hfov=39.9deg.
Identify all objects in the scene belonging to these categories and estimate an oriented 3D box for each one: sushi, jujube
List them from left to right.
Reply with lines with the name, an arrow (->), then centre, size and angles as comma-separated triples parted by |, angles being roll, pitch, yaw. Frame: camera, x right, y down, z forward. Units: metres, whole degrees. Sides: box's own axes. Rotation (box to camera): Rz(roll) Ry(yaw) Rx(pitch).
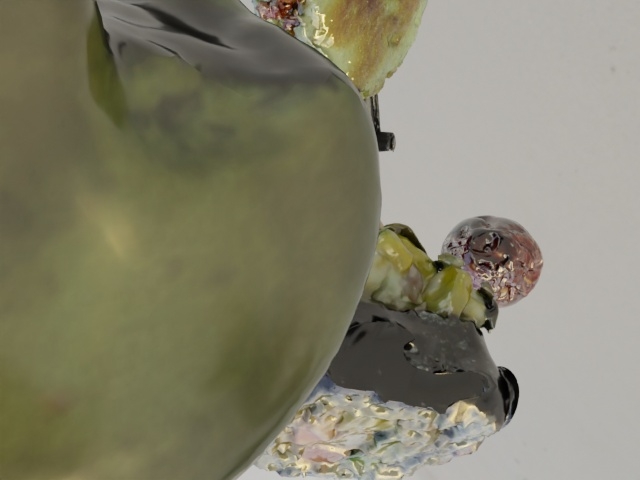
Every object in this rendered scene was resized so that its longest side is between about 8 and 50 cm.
sushi -> 0.050, 0.149, 1.175 | 0.329, 0.328, 0.285 | 118, 154, -50
jujube -> 0.275, 0.030, 1.424 | 0.168, 0.168, 0.236 | 48, -177, 14

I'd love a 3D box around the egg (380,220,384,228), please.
egg -> 0.000, 0.000, 1.483 | 0.244, 0.201, 0.201 | 18, 170, 7

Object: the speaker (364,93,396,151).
speaker -> -0.033, -0.191, 1.332 | 0.232, 0.254, 0.184 | -56, -38, -60

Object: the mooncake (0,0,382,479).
mooncake -> -0.145, 0.000, 0.439 | 0.187, 0.351, 0.351 | 33, 165, 40

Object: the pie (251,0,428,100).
pie -> 0.043, -0.290, 1.017 | 0.105, 0.274, 0.257 | 25, 157, 43
